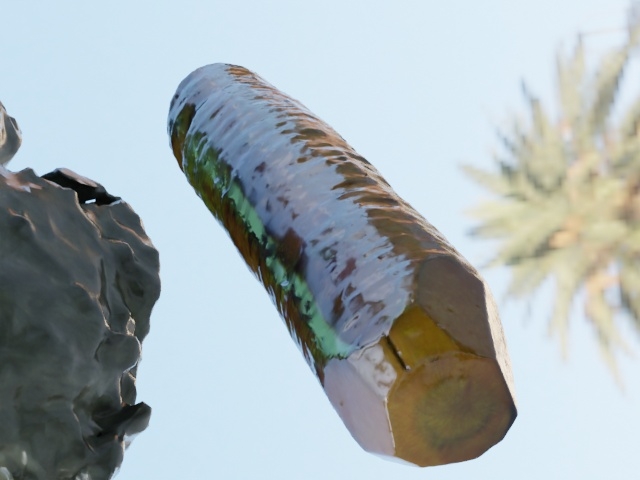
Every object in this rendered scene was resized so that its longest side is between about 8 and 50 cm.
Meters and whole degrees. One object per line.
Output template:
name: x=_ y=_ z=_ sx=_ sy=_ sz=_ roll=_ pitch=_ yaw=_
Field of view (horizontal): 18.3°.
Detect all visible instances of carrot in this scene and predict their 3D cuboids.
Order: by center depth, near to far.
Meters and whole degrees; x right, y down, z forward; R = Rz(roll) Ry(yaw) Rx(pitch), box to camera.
carrot: x=0.000 y=0.000 z=0.758 sx=0.070 sy=0.070 sz=0.260 roll=65 pitch=172 yaw=-32

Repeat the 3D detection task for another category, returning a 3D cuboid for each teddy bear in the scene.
teddy bear: x=-0.248 y=0.014 z=0.922 sx=0.367 sy=0.224 sz=0.357 roll=42 pitch=-140 yaw=-1
